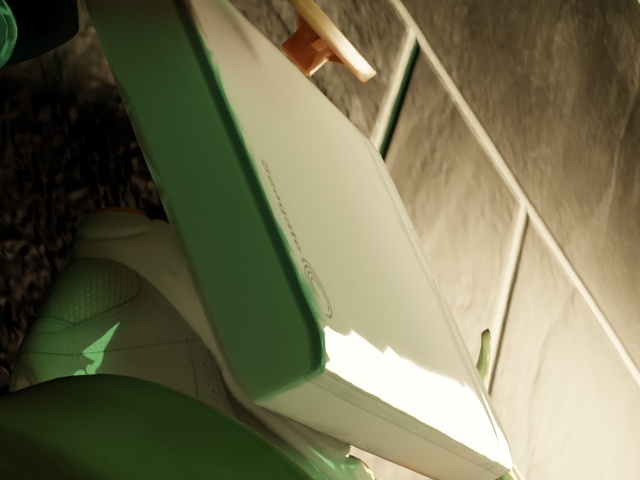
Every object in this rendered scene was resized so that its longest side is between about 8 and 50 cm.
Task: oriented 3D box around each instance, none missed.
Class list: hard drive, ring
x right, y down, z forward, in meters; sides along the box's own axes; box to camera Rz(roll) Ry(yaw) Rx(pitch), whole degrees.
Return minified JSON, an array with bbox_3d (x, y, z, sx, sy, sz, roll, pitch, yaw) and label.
[{"bbox_3d":[0.000,0.000,0.966,0.233,0.047,0.353,67,12,20],"label":"hard drive"},{"bbox_3d":[-0.096,-0.195,0.899,0.336,0.032,0.336,47,4,-4],"label":"ring"}]

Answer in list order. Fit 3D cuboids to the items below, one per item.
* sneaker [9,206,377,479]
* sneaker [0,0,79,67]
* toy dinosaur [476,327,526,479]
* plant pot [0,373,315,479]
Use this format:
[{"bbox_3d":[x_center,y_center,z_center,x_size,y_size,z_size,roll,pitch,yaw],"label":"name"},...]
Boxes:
[{"bbox_3d":[-0.065,0.112,0.912,0.262,0.099,0.121,55,54,-31],"label":"sneaker"},{"bbox_3d":[-0.203,-0.114,0.735,0.350,0.131,0.148,-22,90,-61],"label":"sneaker"},{"bbox_3d":[0.138,0.199,1.222,0.268,0.064,0.118,66,24,-8],"label":"toy dinosaur"},{"bbox_3d":[-0.144,0.225,0.531,0.280,0.323,0.323,-13,86,-43],"label":"plant pot"}]
